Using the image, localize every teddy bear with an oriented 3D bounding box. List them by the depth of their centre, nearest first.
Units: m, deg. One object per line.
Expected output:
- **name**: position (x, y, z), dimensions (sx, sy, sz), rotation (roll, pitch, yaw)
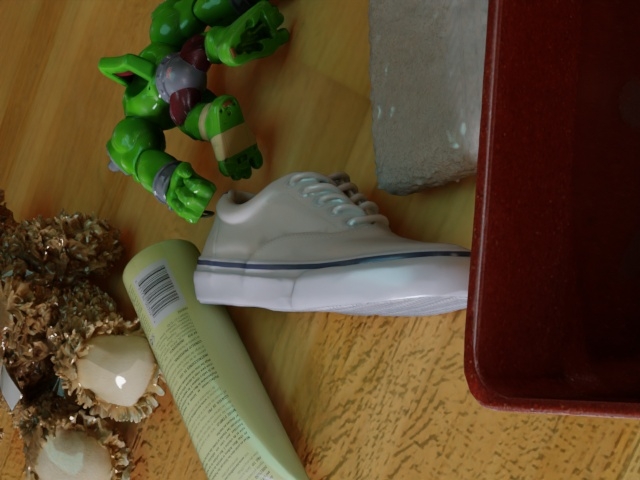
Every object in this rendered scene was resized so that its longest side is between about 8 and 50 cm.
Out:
- **teddy bear**: position (-0.237, 0.081, 1.146), dimensions (0.338, 0.113, 0.245), rotation (13, 98, 43)

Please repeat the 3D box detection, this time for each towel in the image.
- **towel**: position (0.099, -0.177, 0.837), dimensions (0.187, 0.049, 0.282), rotation (-17, 70, 48)

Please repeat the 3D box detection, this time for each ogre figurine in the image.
- **ogre figurine**: position (-0.095, -0.115, 1.014), dimensions (0.118, 0.097, 0.197), rotation (8, 95, 42)

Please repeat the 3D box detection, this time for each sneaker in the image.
- **sneaker**: position (0.000, 0.000, 0.873), dimensions (0.258, 0.094, 0.091), rotation (0, 86, 51)

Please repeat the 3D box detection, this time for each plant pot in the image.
- **plant pot**: position (0.235, -0.058, 0.498), dimensions (0.267, 0.235, 0.267), rotation (-3, 79, 49)

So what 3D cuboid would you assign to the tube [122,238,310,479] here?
- **tube**: position (-0.071, 0.108, 0.968), dimensions (0.062, 0.070, 0.240), rotation (-25, 58, -6)
